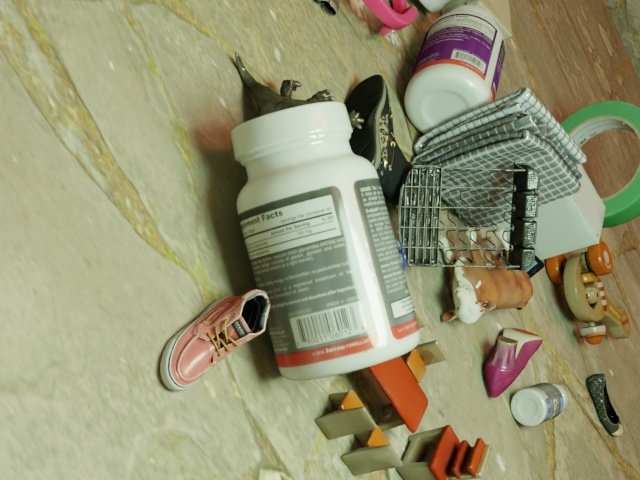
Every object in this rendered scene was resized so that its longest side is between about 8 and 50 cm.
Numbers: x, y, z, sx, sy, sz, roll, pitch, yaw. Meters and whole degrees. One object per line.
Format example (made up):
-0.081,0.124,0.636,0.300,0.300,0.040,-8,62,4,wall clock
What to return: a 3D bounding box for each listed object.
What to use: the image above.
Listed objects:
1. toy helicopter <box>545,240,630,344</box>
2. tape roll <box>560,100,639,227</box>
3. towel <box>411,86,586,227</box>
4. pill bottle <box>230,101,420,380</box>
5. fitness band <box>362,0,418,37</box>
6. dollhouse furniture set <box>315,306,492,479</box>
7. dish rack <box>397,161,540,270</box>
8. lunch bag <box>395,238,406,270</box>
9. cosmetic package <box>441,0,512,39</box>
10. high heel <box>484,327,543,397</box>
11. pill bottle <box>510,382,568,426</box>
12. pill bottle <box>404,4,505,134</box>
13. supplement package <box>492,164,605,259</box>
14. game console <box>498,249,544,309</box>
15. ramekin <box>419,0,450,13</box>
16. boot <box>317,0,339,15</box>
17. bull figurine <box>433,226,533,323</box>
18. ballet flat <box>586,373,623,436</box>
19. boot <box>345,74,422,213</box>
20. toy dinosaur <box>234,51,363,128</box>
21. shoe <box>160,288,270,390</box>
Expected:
0.697,0.172,2.142,0.355,0.140,0.234,35,50,-42,toy helicopter
0.720,-0.194,2.189,0.077,0.321,0.321,26,54,-45,tape roll
0.358,-0.149,1.725,0.235,0.284,0.121,40,46,-33,towel
0.000,0.000,1.227,0.210,0.210,0.362,-12,87,-54,pill bottle
0.122,-0.529,1.759,0.209,0.054,0.291,61,25,-13,fitness band
0.149,0.267,1.370,0.259,0.135,0.262,57,37,-17,dollhouse furniture set
0.272,-0.043,1.582,0.074,0.272,0.208,-141,-127,-80,dish rack
0.098,0.032,1.452,0.065,0.098,0.067,26,49,-47,lunch bag
0.385,-0.645,2.154,0.160,0.113,0.309,30,52,-42,cosmetic package
0.401,0.251,1.785,0.244,0.082,0.117,-7,110,-68,high heel
0.460,0.338,1.793,0.137,0.078,0.078,-1,74,-52,pill bottle
0.295,-0.369,1.839,0.181,0.182,0.322,49,40,-26,pill bottle
0.504,-0.079,1.951,0.194,0.203,0.149,55,38,-20,supplement package
0.442,0.077,1.909,0.122,0.107,0.071,38,18,-37,game console
0.251,-0.665,1.924,0.277,0.135,0.277,45,30,-36,ramekin
0.027,-0.475,1.666,0.118,0.042,0.086,20,64,-46,boot
0.324,0.072,1.727,0.310,0.101,0.188,3,69,-52,bull figurine
0.703,0.405,2.102,0.057,0.049,0.173,-39,105,-52,ballet flat
0.122,-0.176,1.608,0.178,0.085,0.236,42,42,-41,boot
-0.027,-0.176,1.373,0.313,0.121,0.160,56,35,-20,toy dinosaur
-0.133,0.124,1.117,0.063,0.081,0.178,58,37,-15,shoe
